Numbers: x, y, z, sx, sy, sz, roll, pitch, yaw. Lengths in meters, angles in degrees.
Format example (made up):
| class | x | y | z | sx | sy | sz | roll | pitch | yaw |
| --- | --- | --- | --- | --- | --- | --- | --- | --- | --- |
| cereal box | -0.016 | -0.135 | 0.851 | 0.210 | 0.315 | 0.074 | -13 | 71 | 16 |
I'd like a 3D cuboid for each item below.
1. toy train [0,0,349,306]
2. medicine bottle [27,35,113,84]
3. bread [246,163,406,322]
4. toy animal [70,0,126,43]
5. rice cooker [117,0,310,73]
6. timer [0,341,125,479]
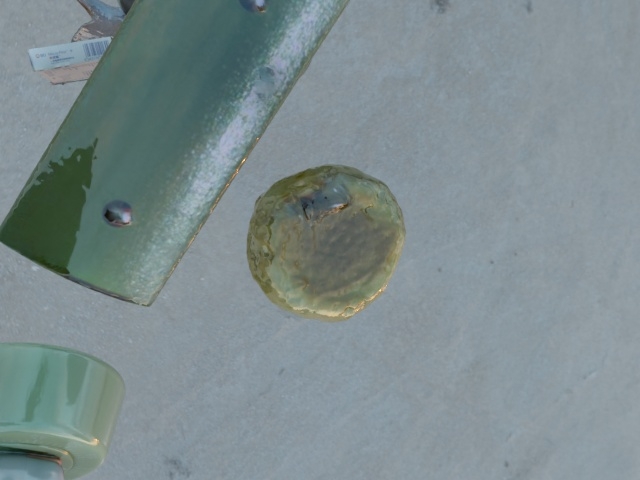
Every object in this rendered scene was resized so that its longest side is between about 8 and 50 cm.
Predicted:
| class | x | y | z | sx | sy | sz | roll | pitch | yaw |
| --- | --- | --- | --- | --- | --- | --- | --- | --- | --- |
| toy train | -0.111 | -0.105 | 0.416 | 0.131 | 0.202 | 0.299 | 31 | 97 | -25 |
| medicine bottle | -0.522 | -0.388 | 1.154 | 0.171 | 0.201 | 0.052 | -15 | 102 | -13 |
| bread | 0.000 | 0.000 | 0.788 | 0.245 | 0.134 | 0.244 | -2 | 96 | -20 |
| toy animal | -0.571 | -0.595 | 1.332 | 0.302 | 0.284 | 0.224 | 11 | 74 | 4 |
| rice cooker | -0.138 | -0.415 | 0.908 | 0.325 | 0.335 | 0.335 | 46 | 66 | -1 |
| timer | -0.449 | 0.352 | 0.770 | 0.291 | 0.291 | 0.315 | 19 | 42 | -32 |
